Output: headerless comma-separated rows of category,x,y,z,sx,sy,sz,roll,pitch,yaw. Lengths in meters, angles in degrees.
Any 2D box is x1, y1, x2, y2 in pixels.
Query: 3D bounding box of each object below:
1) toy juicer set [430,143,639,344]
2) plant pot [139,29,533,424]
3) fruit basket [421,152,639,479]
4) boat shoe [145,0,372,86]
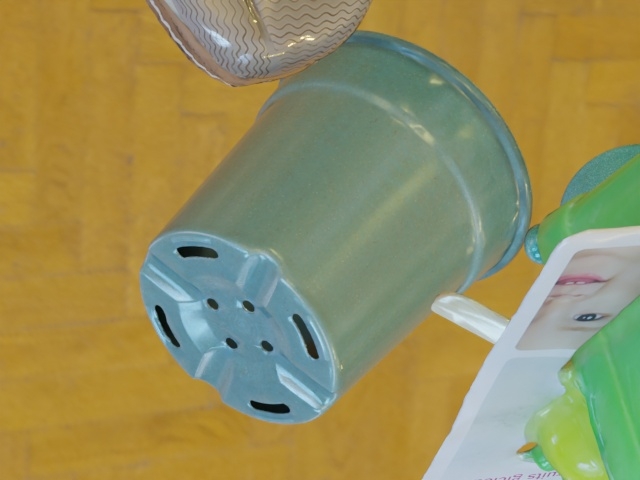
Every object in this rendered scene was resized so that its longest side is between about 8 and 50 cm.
toy juicer set,0.274,0.019,1.392,0.209,0.089,0.329,47,117,-5
plant pot,0.000,0.000,1.941,0.334,0.341,0.341,-45,123,-38
fruit basket,0.207,0.091,0.820,0.327,0.165,0.353,-3,141,-17
boat shoe,-0.063,-0.198,0.671,0.123,0.116,0.324,-13,72,-19
